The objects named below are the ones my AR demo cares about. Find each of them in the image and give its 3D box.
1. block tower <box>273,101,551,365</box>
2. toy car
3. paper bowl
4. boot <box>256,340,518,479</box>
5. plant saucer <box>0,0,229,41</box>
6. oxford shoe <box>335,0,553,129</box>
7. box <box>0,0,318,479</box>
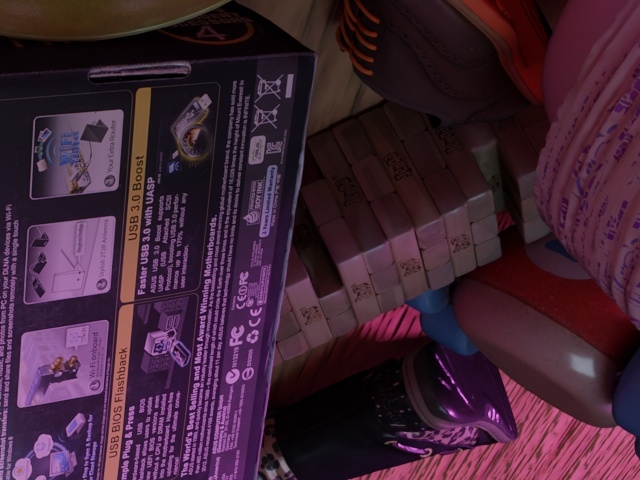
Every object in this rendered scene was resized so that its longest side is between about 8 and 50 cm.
[{"bbox_3d":[0.000,0.000,1.050,0.335,0.097,0.091,-24,151,-3],"label":"block tower"},{"bbox_3d":[0.204,-0.001,1.164,0.238,0.219,0.210,-58,155,-7],"label":"toy car"},{"bbox_3d":[0.230,-0.092,0.896,0.284,0.148,0.284,-32,154,-18],"label":"paper bowl"},{"bbox_3d":[0.049,0.143,1.349,0.179,0.085,0.236,-23,165,16],"label":"boot"},{"bbox_3d":[-0.088,-0.180,0.714,0.241,0.037,0.241,-14,145,-10],"label":"plant saucer"},{"bbox_3d":[0.049,-0.117,0.901,0.098,0.097,0.271,-28,152,16],"label":"oxford shoe"},{"bbox_3d":[-0.177,0.084,0.867,0.318,0.097,0.394,-10,120,-34],"label":"box"}]
